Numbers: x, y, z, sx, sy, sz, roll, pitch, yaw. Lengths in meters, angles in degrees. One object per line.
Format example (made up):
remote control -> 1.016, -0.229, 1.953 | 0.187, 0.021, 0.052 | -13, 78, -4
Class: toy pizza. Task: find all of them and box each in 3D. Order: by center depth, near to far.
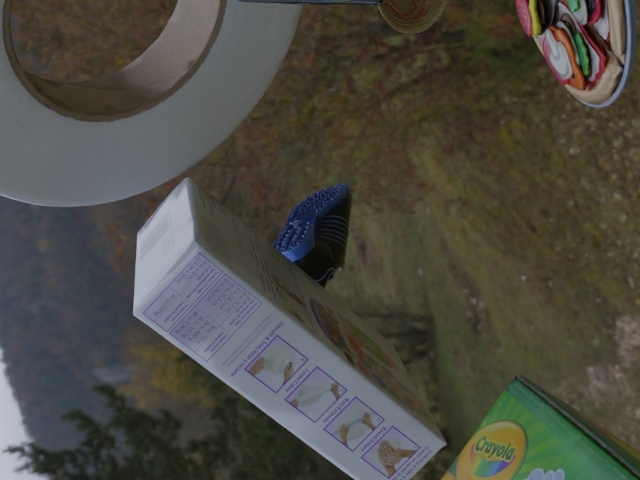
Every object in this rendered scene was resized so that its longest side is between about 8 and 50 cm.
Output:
toy pizza -> 0.188, -0.199, 0.746 | 0.201, 0.032, 0.201 | 162, 90, -86

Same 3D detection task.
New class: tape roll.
tape roll -> -0.185, -0.208, 0.803 | 0.072, 0.392, 0.392 | 43, 150, 37

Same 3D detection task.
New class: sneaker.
sneaker -> 0.000, 0.000, 1.316 | 0.090, 0.081, 0.232 | 66, -152, -19

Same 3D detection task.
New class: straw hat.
straw hat -> 0.075, -0.287, 0.962 | 0.061, 0.144, 0.144 | 19, 126, 46

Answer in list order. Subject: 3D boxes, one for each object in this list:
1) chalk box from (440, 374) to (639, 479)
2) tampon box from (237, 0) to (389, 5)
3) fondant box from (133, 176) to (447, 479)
chalk box -> 0.123, 0.181, 0.367 | 0.179, 0.289, 0.180 | 34, 180, -7
tampon box -> 0.005, -0.246, 0.639 | 0.120, 0.101, 0.161 | -49, -38, -67
fondant box -> -0.039, 0.096, 0.988 | 0.330, 0.096, 0.238 | 39, -172, -19
